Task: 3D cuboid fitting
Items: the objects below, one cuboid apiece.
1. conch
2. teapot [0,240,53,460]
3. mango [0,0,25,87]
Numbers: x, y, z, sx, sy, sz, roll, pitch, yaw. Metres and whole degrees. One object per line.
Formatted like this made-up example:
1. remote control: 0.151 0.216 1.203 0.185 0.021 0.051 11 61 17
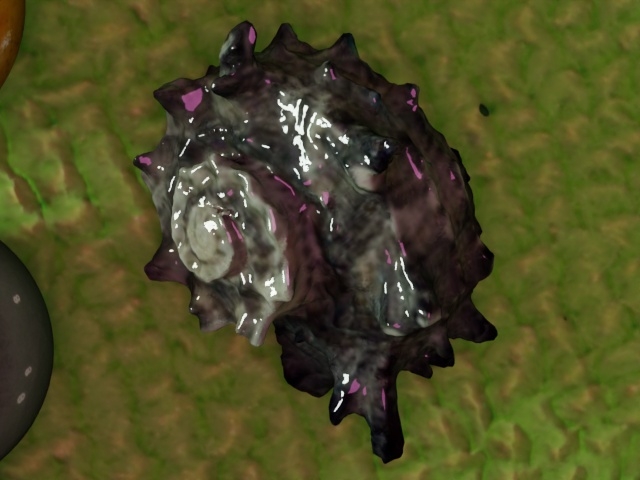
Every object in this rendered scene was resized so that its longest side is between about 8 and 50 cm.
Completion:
1. conch: -0.007 -0.001 1.103 0.240 0.186 0.313 -24 118 25
2. teapot: -0.276 0.072 1.108 0.193 0.129 0.294 -23 95 -2
3. mango: -0.330 -0.138 1.046 0.290 0.160 0.191 8 55 18
